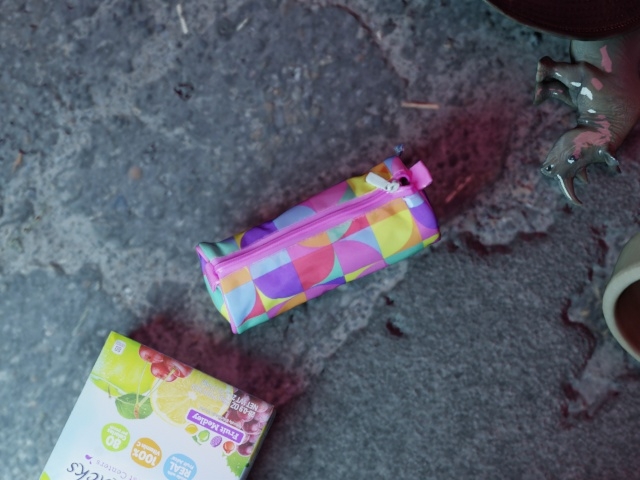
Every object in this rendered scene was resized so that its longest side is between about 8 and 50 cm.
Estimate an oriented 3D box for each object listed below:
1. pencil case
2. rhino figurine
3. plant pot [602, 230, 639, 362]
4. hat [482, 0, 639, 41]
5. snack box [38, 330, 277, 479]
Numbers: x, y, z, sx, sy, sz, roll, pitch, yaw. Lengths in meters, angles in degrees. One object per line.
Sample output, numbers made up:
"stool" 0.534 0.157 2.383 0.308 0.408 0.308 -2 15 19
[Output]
"pencil case" 0.000 0.000 1.864 0.236 0.104 0.104 -27 79 -2
"rhino figurine" 0.262 -0.153 1.897 0.106 0.073 0.243 5 81 6
"plant pot" 0.413 0.001 1.794 0.263 0.263 0.229 18 62 6
"hat" 0.213 -0.349 1.842 0.331 0.134 0.331 12 47 -13
"snack box" -0.161 0.215 1.842 0.174 0.070 0.207 24 83 6
